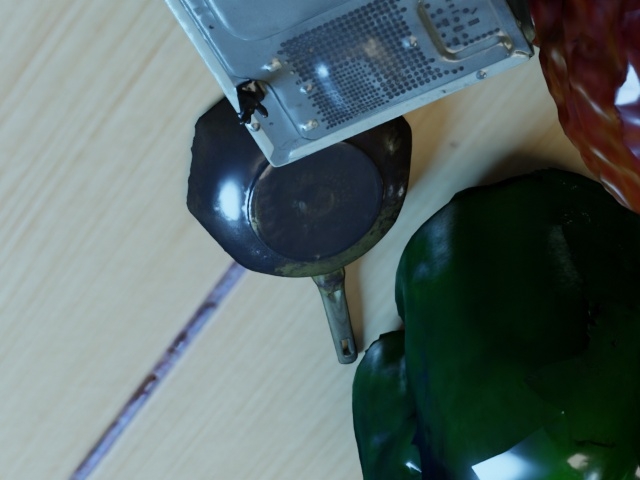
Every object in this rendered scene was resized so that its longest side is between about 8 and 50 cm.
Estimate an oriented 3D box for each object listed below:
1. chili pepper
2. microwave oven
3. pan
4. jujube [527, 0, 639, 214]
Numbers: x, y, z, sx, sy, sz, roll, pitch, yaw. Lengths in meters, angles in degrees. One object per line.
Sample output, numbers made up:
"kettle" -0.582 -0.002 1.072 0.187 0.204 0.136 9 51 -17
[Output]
"chili pepper" 0.139 0.104 0.871 0.233 0.257 0.248 6 122 -5
"microwave oven" -0.016 -0.183 0.670 0.145 0.194 0.240 -24 125 13
"pan" 0.014 -0.009 0.881 0.128 0.048 0.202 -37 124 8
"jujube" 0.203 -0.114 0.721 0.213 0.232 0.213 -5 135 -5
